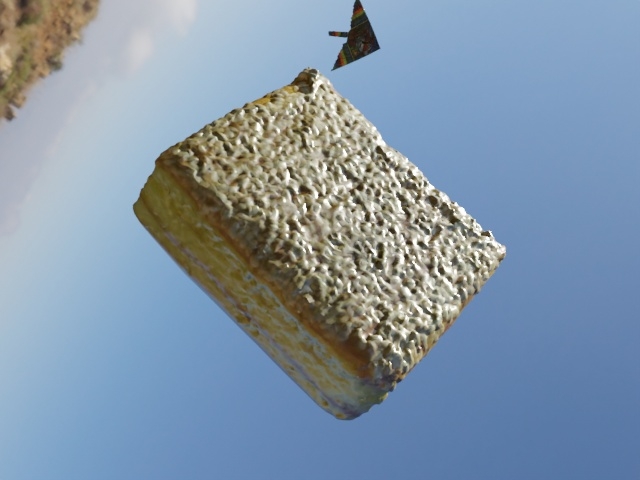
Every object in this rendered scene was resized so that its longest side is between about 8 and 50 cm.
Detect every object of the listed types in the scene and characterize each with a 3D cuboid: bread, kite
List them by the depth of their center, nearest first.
[{"bbox_3d":[0.000,0.000,0.561,0.184,0.234,0.110,-41,172,-34],"label":"bread"},{"bbox_3d":[0.054,-0.319,1.126,0.004,0.090,0.122,-37,144,-65],"label":"kite"}]
